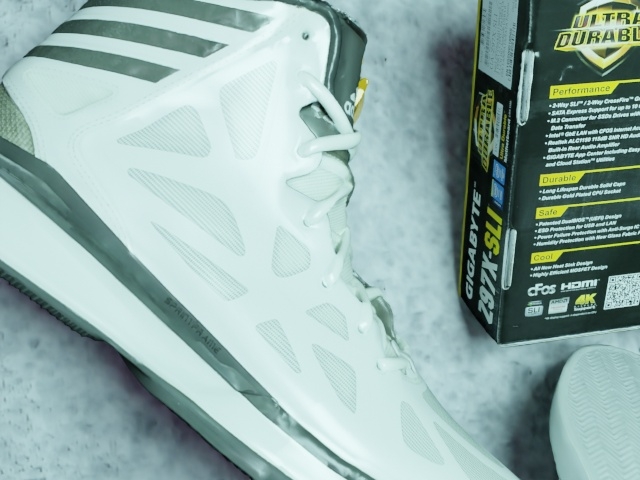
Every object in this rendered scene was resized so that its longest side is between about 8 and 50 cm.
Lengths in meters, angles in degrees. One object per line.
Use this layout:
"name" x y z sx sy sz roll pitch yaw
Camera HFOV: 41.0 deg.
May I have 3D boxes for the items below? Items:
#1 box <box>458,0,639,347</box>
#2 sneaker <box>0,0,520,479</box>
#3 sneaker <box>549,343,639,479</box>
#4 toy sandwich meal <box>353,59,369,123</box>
"box" 0.265 -0.069 0.588 0.322 0.079 0.257 -7 116 -10
"sneaker" 0.000 0.000 0.536 0.448 0.169 0.257 37 88 -1
"sneaker" 0.176 0.205 0.541 0.108 0.292 0.169 16 122 4
"toy sandwich meal" -0.002 -0.114 0.632 0.086 0.029 0.085 1 83 -9
